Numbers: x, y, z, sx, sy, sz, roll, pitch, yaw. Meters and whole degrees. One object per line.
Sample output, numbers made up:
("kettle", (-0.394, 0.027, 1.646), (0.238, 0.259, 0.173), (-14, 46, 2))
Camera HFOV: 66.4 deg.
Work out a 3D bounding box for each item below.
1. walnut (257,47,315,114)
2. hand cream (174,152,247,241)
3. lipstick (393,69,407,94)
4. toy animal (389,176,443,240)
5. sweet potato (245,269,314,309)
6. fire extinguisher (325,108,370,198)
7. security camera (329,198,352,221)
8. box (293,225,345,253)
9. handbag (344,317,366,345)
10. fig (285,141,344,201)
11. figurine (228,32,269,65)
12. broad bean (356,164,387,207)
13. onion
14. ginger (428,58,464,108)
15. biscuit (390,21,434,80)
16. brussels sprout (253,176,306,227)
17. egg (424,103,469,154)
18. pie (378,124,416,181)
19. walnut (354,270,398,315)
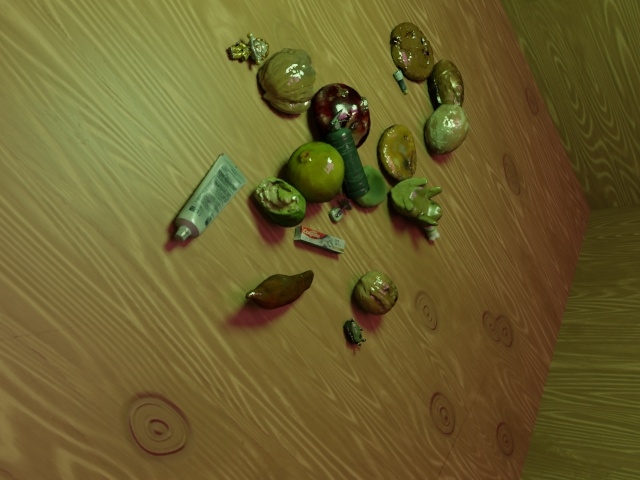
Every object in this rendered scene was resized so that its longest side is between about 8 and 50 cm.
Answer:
("walnut", (-0.105, -0.571, 1.705), (0.204, 0.141, 0.237), (4, 77, -38))
("hand cream", (-0.336, -0.122, 1.471), (0.124, 0.078, 0.340), (50, 45, -25))
("lipstick", (0.376, -0.725, 2.259), (0.037, 0.037, 0.116), (-51, 121, -36))
("toy animal", (0.462, -0.138, 2.138), (0.363, 0.181, 0.180), (28, 71, -36))
("sweet potato", (-0.132, 0.161, 1.577), (0.359, 0.112, 0.112), (-4, 86, -61))
("fire extinguisher", (0.094, -0.308, 1.762), (0.115, 0.095, 0.311), (-28, 113, -11))
("security camera", (0.075, -0.110, 1.862), (0.092, 0.058, 0.058), (-49, 117, -27))
("box", (0.000, 0.000, 1.775), (0.218, 0.040, 0.055), (20, 71, -40))
("handbag", (0.124, 0.341, 1.831), (0.072, 0.047, 0.111), (-38, 111, -41))
("fig", (-0.016, -0.234, 1.699), (0.230, 0.208, 0.207), (49, 40, -78))
("figurine", (-0.236, -0.634, 1.644), (0.143, 0.068, 0.101), (-47, 111, -24))
("broad bean", (0.183, -0.221, 1.955), (0.228, 0.100, 0.169), (37, 63, -45))
("onion", (0.104, -0.470, 1.844), (0.272, 0.195, 0.271), (8, 78, -40))
("ginger", (0.622, -0.736, 2.409), (0.165, 0.172, 0.320), (-7, 91, -4))
("biscuit", (0.445, -0.898, 2.324), (0.296, 0.075, 0.295), (9, 77, -42))
("brussels sprout", (-0.127, -0.122, 1.609), (0.131, 0.183, 0.145), (-55, 161, -4))
("egg", (0.600, -0.526, 2.323), (0.204, 0.203, 0.244), (14, 96, -42))
("pie", (0.347, -0.378, 2.148), (0.274, 0.069, 0.273), (7, 80, -42))
("walnut", (0.210, 0.198, 1.872), (0.184, 0.156, 0.155), (46, 55, -34))
